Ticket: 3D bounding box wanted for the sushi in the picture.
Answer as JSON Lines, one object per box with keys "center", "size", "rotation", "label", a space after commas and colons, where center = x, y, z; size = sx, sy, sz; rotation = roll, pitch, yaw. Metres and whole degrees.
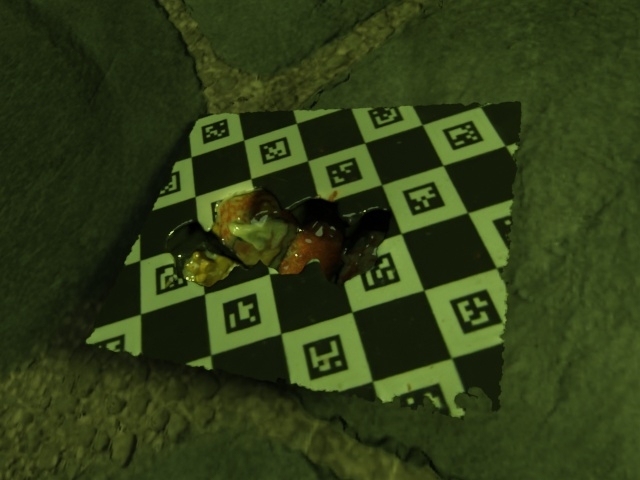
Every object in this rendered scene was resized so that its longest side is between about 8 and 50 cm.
{"center": [0.000, 0.000, 0.429], "size": [0.290, 0.050, 0.264], "rotation": [3, 55, 18], "label": "sushi"}
